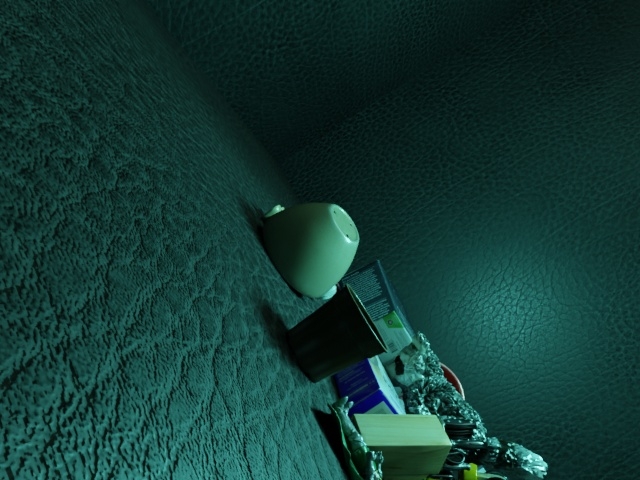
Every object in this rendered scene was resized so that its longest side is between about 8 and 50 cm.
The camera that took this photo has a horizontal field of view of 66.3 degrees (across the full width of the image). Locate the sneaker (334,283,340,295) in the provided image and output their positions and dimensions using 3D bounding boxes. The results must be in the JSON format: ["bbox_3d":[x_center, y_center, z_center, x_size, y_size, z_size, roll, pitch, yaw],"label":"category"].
[{"bbox_3d":[0.074,0.244,2.231,0.057,0.047,0.119,14,39,-52],"label":"sneaker"}]

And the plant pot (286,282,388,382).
[{"bbox_3d":[0.030,0.203,1.028,0.167,0.165,0.167,58,3,-5],"label":"plant pot"}]

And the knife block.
[{"bbox_3d":[0.229,0.441,1.091,0.275,0.242,0.088,55,4,-30],"label":"knife block"}]

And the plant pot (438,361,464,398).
[{"bbox_3d":[0.365,0.578,1.765,0.275,0.275,0.243,60,-5,26],"label":"plant pot"}]

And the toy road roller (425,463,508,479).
[{"bbox_3d":[0.399,0.773,1.338,0.202,0.241,0.329,50,46,-67],"label":"toy road roller"}]

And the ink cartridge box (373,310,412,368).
[{"bbox_3d":[0.190,0.349,1.576,0.087,0.208,0.153,58,3,-45],"label":"ink cartridge box"}]

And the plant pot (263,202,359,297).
[{"bbox_3d":[0.000,0.000,1.433,0.284,0.191,0.284,43,27,-29],"label":"plant pot"}]

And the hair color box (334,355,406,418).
[{"bbox_3d":[0.112,0.358,1.290,0.185,0.110,0.339,55,3,-25],"label":"hair color box"}]

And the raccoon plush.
[{"bbox_3d":[0.384,0.455,1.366,0.216,0.446,0.299,108,2,-55],"label":"raccoon plush"}]

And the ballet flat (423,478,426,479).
[{"bbox_3d":[0.395,0.800,1.569,0.231,0.077,0.077,56,4,-26],"label":"ballet flat"}]

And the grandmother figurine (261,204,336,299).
[{"bbox_3d":[-0.064,0.045,1.606,0.342,0.104,0.208,56,12,4],"label":"grandmother figurine"}]

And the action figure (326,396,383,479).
[{"bbox_3d":[0.080,0.405,0.889,0.232,0.063,0.137,65,4,32],"label":"action figure"}]

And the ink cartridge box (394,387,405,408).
[{"bbox_3d":[0.286,0.553,1.538,0.218,0.158,0.092,57,3,-14],"label":"ink cartridge box"}]

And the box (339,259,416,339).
[{"bbox_3d":[0.262,0.341,2.148,0.293,0.212,0.395,55,14,-41],"label":"box"}]

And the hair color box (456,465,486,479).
[{"bbox_3d":[0.677,1.110,1.957,0.347,0.174,0.105,60,4,22],"label":"hair color box"}]
